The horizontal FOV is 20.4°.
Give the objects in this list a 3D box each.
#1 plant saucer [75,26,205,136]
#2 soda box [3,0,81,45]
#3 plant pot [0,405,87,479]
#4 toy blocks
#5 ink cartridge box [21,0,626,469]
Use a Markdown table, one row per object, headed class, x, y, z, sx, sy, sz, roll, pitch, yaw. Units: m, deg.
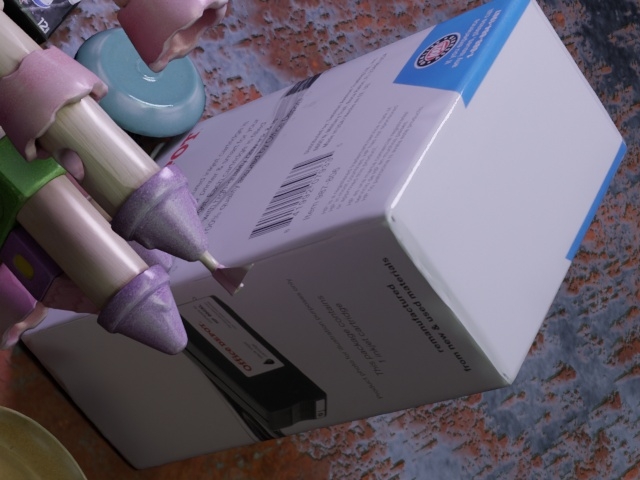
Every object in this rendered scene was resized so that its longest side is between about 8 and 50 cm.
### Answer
| class | x | y | z | sx | sy | sz | roll | pitch | yaw |
| --- | --- | --- | --- | --- | --- | --- | --- | --- | --- |
| plant saucer | -0.150 | -0.142 | 1.516 | 0.119 | 0.021 | 0.119 | 17 | 48 | -19 |
| soda box | -0.259 | -0.157 | 1.330 | 0.060 | 0.169 | 0.053 | 50 | 46 | -20 |
| plant pot | -0.251 | 0.235 | 1.282 | 0.236 | 0.032 | 0.236 | 19 | 63 | -44 |
| toy blocks | -0.190 | -0.005 | 1.125 | 0.260 | 0.288 | 0.309 | 47 | 56 | 5 |
| ink cartridge box | 0.000 | 0.000 | 1.377 | 0.166 | 0.395 | 0.285 | 53 | 44 | -21 |
